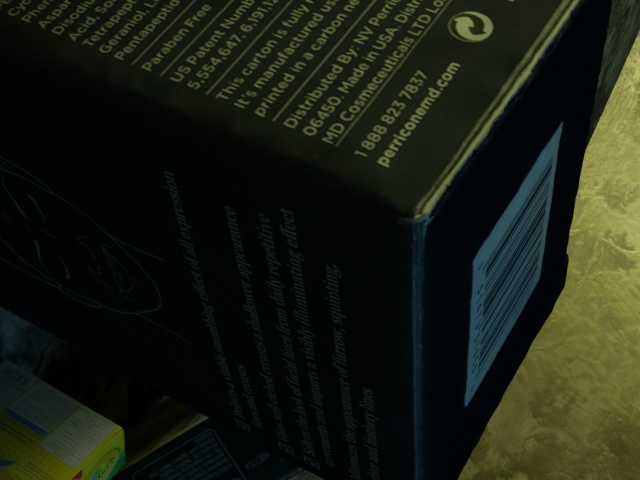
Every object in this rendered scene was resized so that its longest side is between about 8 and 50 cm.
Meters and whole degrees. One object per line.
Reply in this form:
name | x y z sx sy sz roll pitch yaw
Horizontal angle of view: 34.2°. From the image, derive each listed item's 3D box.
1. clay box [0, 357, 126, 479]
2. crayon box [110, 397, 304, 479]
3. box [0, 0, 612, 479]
clay box | -0.264 0.195 0.766 0.222 0.127 0.053 -45 151 -41
crayon box | -0.083 0.171 0.980 0.202 0.081 0.318 -32 -176 12
box | -0.065 -0.062 0.599 0.212 0.396 0.293 -54 156 -29
